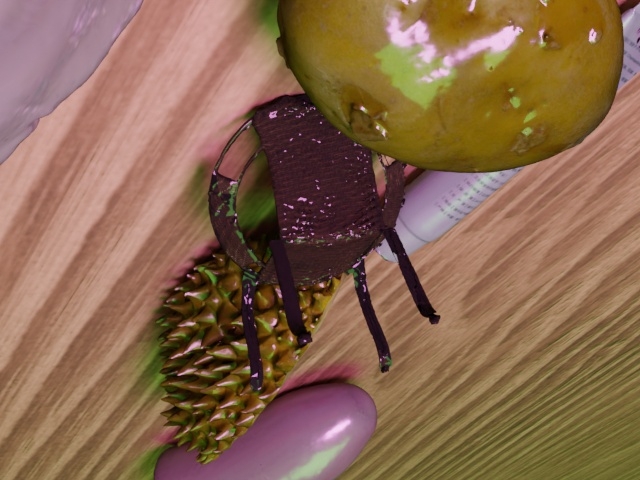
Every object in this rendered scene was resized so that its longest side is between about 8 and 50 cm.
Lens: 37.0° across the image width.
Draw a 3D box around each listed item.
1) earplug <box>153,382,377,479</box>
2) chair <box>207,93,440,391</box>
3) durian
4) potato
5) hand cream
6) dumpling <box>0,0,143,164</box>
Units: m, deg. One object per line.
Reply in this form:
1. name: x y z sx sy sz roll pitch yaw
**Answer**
1. earplug: -0.056 0.287 1.289 0.301 0.172 0.172 -34 147 17
2. chair: 0.000 0.000 0.785 0.174 0.213 0.149 -6 164 -18
3. durian: -0.070 0.111 0.975 0.169 0.157 0.355 -15 156 -40
4. potato: 0.088 -0.136 0.639 0.253 0.148 0.186 23 117 -37
5. hand cream: 0.173 -0.088 0.844 0.331 0.058 0.085 -38 148 29
6. dumpling: -0.224 -0.131 0.451 0.321 0.270 0.211 13 122 -4
